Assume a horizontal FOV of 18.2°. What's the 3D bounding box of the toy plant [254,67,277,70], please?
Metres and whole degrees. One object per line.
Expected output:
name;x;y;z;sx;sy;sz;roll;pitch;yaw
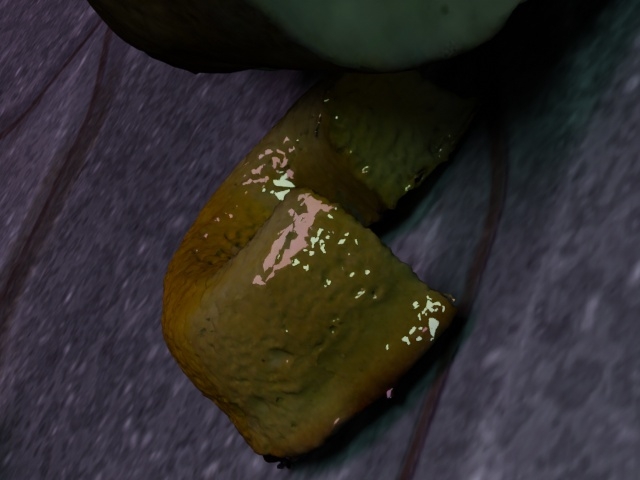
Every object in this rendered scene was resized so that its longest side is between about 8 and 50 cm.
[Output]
toy plant;-0.031;-0.200;1.058;0.235;0.175;0.218;20;84;42

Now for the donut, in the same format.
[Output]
donut;-0.007;0.005;0.796;0.146;0.078;0.181;-40;24;34

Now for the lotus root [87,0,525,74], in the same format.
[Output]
lotus root;0.011;-0.148;0.822;0.267;0.149;0.260;-43;16;-22
